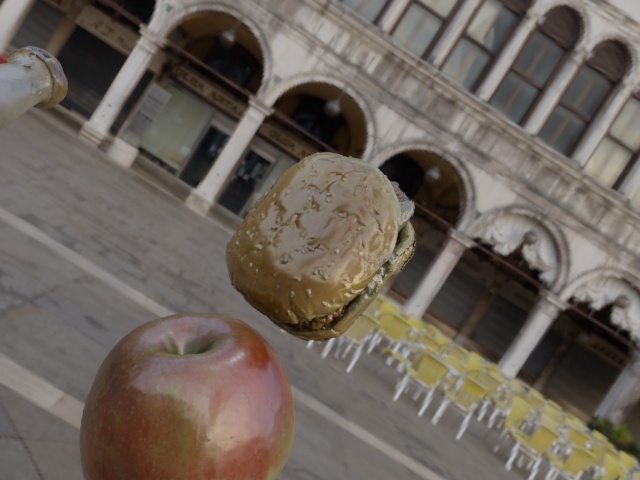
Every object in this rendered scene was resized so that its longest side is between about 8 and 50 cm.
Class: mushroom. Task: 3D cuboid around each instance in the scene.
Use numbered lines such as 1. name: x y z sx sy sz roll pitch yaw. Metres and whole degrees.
1. mushroom: -0.494 -0.191 1.025 0.128 0.128 0.350 33 34 13

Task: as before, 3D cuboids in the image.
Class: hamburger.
1. hamburger: -0.001 0.000 1.150 0.259 0.283 0.145 22 -25 41

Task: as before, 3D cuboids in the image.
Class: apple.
1. apple: -0.197 0.257 1.119 0.319 0.277 0.319 -8 14 2
